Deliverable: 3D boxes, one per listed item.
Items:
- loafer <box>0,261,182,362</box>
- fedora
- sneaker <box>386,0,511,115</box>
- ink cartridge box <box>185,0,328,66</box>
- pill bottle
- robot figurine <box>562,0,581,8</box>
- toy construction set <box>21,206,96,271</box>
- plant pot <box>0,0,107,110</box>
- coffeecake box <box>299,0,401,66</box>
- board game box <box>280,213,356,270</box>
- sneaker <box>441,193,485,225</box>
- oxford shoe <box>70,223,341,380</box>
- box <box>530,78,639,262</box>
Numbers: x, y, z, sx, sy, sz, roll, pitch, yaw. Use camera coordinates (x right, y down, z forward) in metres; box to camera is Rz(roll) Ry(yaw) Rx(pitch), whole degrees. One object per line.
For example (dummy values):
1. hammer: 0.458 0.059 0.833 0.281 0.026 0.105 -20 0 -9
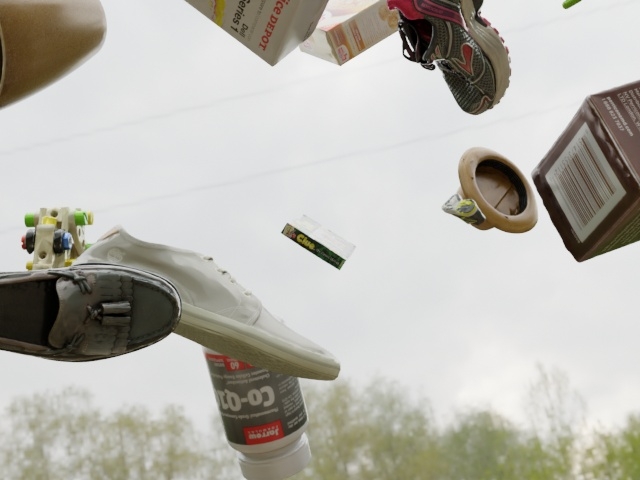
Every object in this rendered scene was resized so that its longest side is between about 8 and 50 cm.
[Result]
1. loafer: -0.258 0.068 0.979 0.268 0.096 0.084 2 3 -12
2. fedora: 0.298 -0.076 1.899 0.194 0.194 0.079 10 -36 -36
3. sneaker: 0.162 -0.264 1.422 0.112 0.121 0.299 -52 -38 -12
4. ink cartridge box: -0.119 -0.426 1.603 0.117 0.278 0.201 -49 -5 -36
5. pill bottle: -0.113 0.292 1.989 0.161 0.283 0.161 -12 15 3
6. robot figurine: 0.426 -0.441 1.796 0.115 0.101 0.067 11 -22 7
7. toy construction set: -0.495 0.072 2.063 0.151 0.327 0.215 -15 -22 -4
8. plant pot: -0.464 -0.325 1.654 0.237 0.237 0.254 -38 -8 39
9. coffeecake box: 0.062 -0.371 1.768 0.185 0.142 0.068 -34 -58 -15
10. board game box: 0.000 0.000 2.151 0.030 0.136 0.260 -61 -2 8
11. sneaker: 0.188 -0.037 1.419 0.031 0.083 0.035 -44 -69 -4
12. oxford shoe: -0.165 0.098 1.673 0.450 0.130 0.169 25 -20 -4
13. box: 0.467 -0.121 1.284 0.382 0.143 0.191 -16 -21 -19
